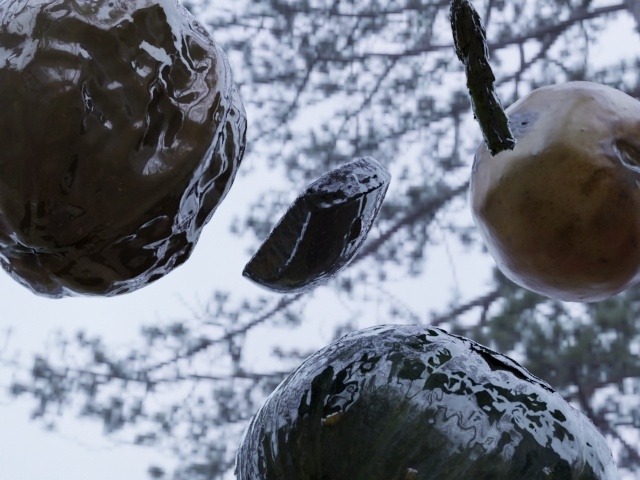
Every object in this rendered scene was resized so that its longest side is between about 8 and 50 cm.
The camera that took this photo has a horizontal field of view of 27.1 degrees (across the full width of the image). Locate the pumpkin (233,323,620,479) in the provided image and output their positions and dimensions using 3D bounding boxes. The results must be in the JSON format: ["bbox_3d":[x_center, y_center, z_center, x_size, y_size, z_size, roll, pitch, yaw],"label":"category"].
[{"bbox_3d":[0.096,0.225,1.152,0.328,0.257,0.291,43,-38,4],"label":"pumpkin"}]

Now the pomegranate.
[{"bbox_3d":[0.357,-0.071,1.875,0.322,0.322,0.322,2,-39,2],"label":"pomegranate"}]

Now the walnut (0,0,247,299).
[{"bbox_3d":[-0.181,-0.090,1.053,0.273,0.273,0.227,29,-34,-28],"label":"walnut"}]

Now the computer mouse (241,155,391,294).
[{"bbox_3d":[0.000,0.000,1.915,0.100,0.170,0.269,48,-43,10],"label":"computer mouse"}]

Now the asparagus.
[{"bbox_3d":[0.157,-0.163,1.303,0.036,0.030,0.165,-14,-79,13],"label":"asparagus"}]
